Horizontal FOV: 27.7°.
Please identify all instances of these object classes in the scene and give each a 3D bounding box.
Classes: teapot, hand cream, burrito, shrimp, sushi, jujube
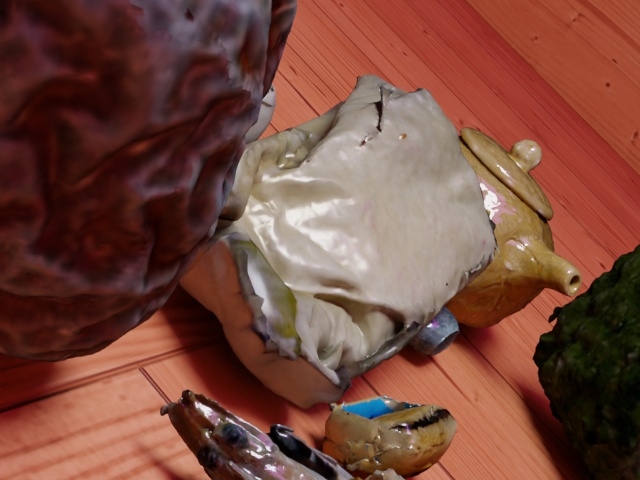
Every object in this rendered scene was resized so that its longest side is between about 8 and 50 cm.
[{"bbox_3d":[0.139,-0.040,1.235,0.203,0.167,0.311,32,17,-48],"label":"teapot"},{"bbox_3d":[0.047,0.030,1.132,0.175,0.046,0.095,42,20,17],"label":"hand cream"},{"bbox_3d":[-0.002,-0.003,0.966,0.332,0.135,0.190,-33,106,-55],"label":"burrito"},{"bbox_3d":[-0.006,0.152,0.783,0.223,0.047,0.126,42,11,-21],"label":"shrimp"},{"bbox_3d":[0.390,0.110,1.169,0.294,0.352,0.178,32,20,-28],"label":"sushi"},{"bbox_3d":[-0.135,-0.084,0.642,0.226,0.317,0.226,24,30,-15],"label":"jujube"}]

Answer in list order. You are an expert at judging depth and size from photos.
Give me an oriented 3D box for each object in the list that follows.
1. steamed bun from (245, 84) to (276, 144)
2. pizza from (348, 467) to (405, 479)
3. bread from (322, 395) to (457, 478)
[{"bbox_3d":[-0.142,-0.137,0.980,0.228,0.131,0.177,50,13,27],"label":"steamed bun"},{"bbox_3d":[0.023,0.226,0.653,0.226,0.069,0.147,-71,145,-51],"label":"pizza"},{"bbox_3d":[0.049,0.136,0.898,0.072,0.053,0.106,8,4,25],"label":"bread"}]
